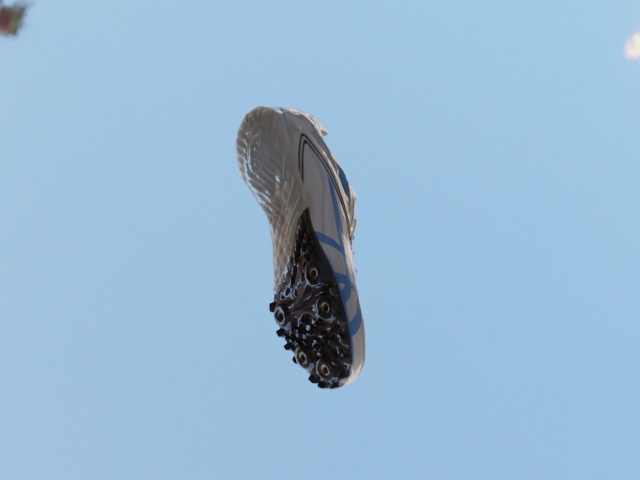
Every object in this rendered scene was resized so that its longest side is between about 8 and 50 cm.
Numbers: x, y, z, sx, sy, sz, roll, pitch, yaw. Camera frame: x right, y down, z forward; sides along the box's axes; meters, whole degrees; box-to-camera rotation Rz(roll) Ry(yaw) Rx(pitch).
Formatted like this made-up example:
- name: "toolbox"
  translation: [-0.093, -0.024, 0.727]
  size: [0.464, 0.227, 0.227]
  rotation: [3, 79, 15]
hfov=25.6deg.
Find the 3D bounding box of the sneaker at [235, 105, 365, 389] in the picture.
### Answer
- name: "sneaker"
  translation: [0.000, 0.000, 1.076]
  size: [0.086, 0.085, 0.237]
  rotation: [4, -120, -36]
